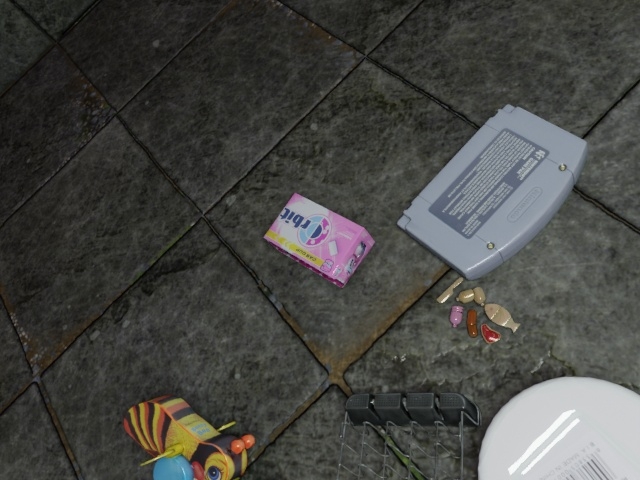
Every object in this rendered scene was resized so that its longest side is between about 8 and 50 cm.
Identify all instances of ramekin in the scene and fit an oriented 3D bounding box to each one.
[{"bbox_3d":[0.332,0.305,0.760,0.277,0.135,0.277,-12,60,21],"label":"ramekin"}]

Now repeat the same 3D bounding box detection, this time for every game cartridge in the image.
[{"bbox_3d":[0.297,-0.082,1.032,0.297,0.062,0.198,-46,58,-2],"label":"game cartridge"}]

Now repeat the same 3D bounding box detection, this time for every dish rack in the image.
[{"bbox_3d":[0.116,0.341,0.858,0.208,0.074,0.271,-8,50,24],"label":"dish rack"}]

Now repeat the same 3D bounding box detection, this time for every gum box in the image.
[{"bbox_3d":[0.000,0.000,1.130,0.188,0.062,0.107,29,80,35],"label":"gum box"}]

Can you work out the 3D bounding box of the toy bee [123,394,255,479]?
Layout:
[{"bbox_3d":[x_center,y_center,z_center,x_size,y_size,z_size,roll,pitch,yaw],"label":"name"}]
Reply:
[{"bbox_3d":[-0.179,0.342,0.981,0.298,0.195,0.162,37,107,1],"label":"toy bee"}]

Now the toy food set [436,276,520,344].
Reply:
[{"bbox_3d":[0.249,0.120,0.972,0.078,0.019,0.122,-43,62,1],"label":"toy food set"}]
